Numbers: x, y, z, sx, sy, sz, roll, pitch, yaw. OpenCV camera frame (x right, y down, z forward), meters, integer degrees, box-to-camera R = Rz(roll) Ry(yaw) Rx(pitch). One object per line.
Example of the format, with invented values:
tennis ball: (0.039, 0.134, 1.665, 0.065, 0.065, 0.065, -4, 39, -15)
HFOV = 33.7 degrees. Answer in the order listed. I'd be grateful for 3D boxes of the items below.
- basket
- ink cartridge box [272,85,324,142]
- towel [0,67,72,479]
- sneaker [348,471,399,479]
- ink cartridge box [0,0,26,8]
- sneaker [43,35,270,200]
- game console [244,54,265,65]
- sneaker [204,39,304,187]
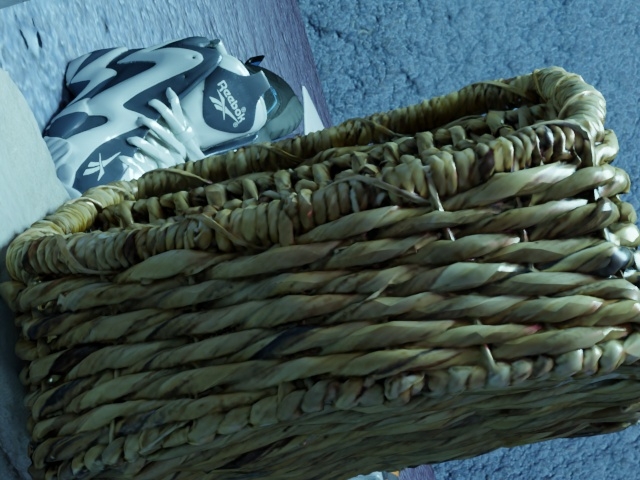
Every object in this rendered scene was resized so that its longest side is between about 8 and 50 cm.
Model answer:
basket: (0.000, 0.000, 0.532, 0.213, 0.299, 0.223, 52, 27, -67)
ink cartridge box: (-0.019, 0.004, 1.349, 0.207, 0.119, 0.354, -92, 165, -46)
towel: (-0.161, 0.049, 0.576, 0.187, 0.049, 0.282, -90, 163, -59)
sneaker: (0.054, 0.319, 1.350, 0.321, 0.124, 0.180, -74, 153, -55)
ink cartridge box: (-0.215, -0.309, 0.583, 0.223, 0.129, 0.308, 10, 64, -81)
sneaker: (-0.110, -0.078, 0.777, 0.235, 0.153, 0.094, -95, 165, -55)
game console: (-0.096, -0.175, 1.355, 0.122, 0.071, 0.107, -64, 138, -77)
sneaker: (-0.099, -0.155, 1.119, 0.341, 0.125, 0.140, -89, 157, -70)
